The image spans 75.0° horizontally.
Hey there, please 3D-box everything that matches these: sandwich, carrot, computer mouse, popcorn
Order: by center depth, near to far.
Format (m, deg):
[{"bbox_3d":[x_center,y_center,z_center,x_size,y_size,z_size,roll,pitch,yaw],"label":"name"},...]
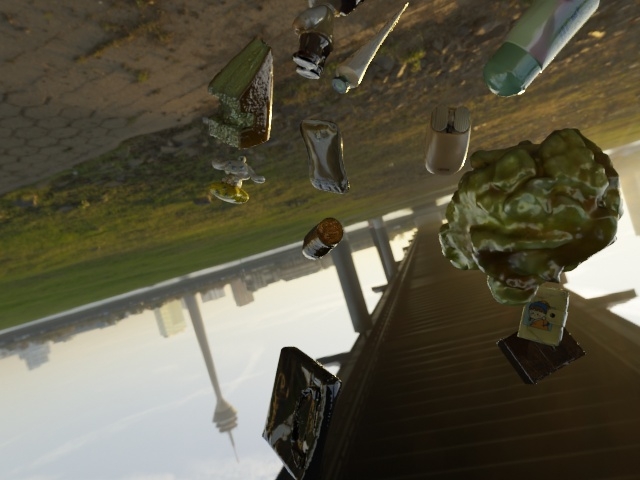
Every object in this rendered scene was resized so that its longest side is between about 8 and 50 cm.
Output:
[{"bbox_3d":[0.396,-0.056,0.798,0.279,0.274,0.335,-31,159,-9],"label":"popcorn"},{"bbox_3d":[-0.183,-0.344,0.988,0.128,0.122,0.235,-29,143,-38],"label":"sandwich"},{"bbox_3d":[0.000,0.000,1.133,0.082,0.082,0.173,-16,167,-22],"label":"carrot"},{"bbox_3d":[0.431,-0.339,1.424,0.145,0.236,0.082,9,-160,9],"label":"computer mouse"}]

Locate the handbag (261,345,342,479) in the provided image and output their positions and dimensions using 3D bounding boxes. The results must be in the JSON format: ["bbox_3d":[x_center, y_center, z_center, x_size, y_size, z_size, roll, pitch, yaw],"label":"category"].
[{"bbox_3d":[-0.047,0.426,1.044,0.088,0.274,0.244,15,180,-31],"label":"handbag"}]

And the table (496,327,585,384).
[{"bbox_3d":[0.746,0.368,1.426,0.193,0.169,0.172,-31,156,4],"label":"table"}]

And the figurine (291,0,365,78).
[{"bbox_3d":[-0.002,-0.626,1.098,0.206,0.364,0.218,30,180,20],"label":"figurine"}]

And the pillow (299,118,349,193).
[{"bbox_3d":[0.014,-0.222,1.122,0.130,0.217,0.033,16,-134,28],"label":"pillow"}]

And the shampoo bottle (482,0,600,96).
[{"bbox_3d":[0.638,-0.591,1.245,0.349,0.151,0.222,-52,162,16],"label":"shampoo bottle"}]

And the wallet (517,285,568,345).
[{"bbox_3d":[0.611,0.203,1.143,0.039,0.154,0.110,19,173,-42],"label":"wallet"}]

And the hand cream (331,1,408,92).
[{"bbox_3d":[0.145,-0.556,1.214,0.335,0.076,0.121,-54,-170,-20],"label":"hand cream"}]

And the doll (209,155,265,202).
[{"bbox_3d":[-0.195,-0.143,0.984,0.136,0.113,0.071,-3,171,11],"label":"doll"}]
